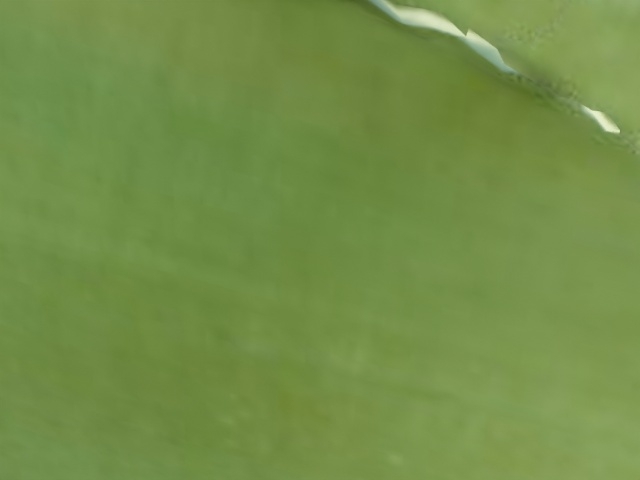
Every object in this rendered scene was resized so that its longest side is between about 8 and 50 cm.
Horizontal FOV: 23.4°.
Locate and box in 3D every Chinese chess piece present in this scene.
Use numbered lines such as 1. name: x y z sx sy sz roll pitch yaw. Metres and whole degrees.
1. Chinese chess piece: 0.000 0.000 0.489 0.349 0.146 0.349 13 136 13
